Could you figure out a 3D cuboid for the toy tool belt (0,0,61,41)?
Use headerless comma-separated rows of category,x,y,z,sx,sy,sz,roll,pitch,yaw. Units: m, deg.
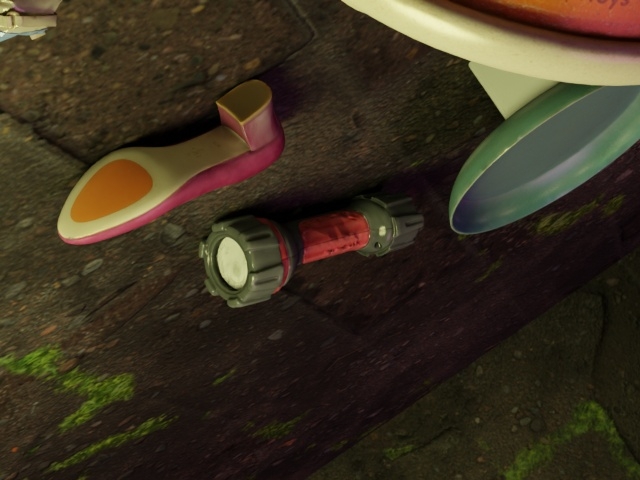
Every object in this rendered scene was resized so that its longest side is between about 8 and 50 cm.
toy tool belt,-0.222,-0.155,0.893,0.083,0.052,0.051,-16,146,-40

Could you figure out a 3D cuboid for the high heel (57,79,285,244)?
high heel,-0.137,-0.053,1.233,0.244,0.082,0.117,-41,154,-19

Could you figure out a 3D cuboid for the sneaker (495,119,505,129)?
sneaker,0.272,-0.129,1.757,0.071,0.066,0.188,-17,156,3

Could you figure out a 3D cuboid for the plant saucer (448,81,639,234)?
plant saucer,0.278,-0.116,1.522,0.318,0.043,0.317,-29,162,-10

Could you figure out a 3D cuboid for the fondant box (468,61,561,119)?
fondant box,0.351,-0.231,1.561,0.238,0.096,0.330,-40,159,22

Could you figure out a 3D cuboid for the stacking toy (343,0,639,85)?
stacking toy,0.177,-0.363,0.751,0.351,0.350,0.480,-19,140,-36

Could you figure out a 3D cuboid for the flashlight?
flashlight,0.000,0.000,1.546,0.304,0.103,0.103,-14,150,-42
